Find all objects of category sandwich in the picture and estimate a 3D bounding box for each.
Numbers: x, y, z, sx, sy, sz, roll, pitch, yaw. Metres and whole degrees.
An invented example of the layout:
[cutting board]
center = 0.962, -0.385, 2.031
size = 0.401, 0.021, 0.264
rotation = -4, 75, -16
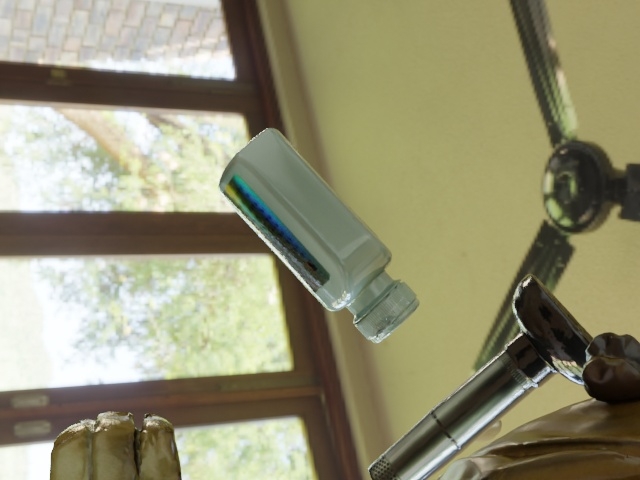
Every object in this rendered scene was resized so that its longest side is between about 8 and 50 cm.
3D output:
[sandwich]
center = -0.144, 0.253, 0.680
size = 0.273, 0.095, 0.248
rotation = 125, -36, -73

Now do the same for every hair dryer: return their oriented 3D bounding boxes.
[hair dryer]
center = 0.219, 0.184, 1.209
size = 0.320, 0.284, 0.155
rotation = -44, -96, 19

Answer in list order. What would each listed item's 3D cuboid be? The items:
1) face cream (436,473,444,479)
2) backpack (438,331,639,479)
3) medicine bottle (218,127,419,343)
[face cream]
center = 0.217, 0.382, 1.351
size = 0.130, 0.034, 0.034
rotation = 27, -66, 56
[backpack]
center = 0.262, 0.270, 0.808
size = 0.378, 0.353, 0.201
rotation = -14, -145, 40
[medicine bottle]
center = 0.000, 0.000, 0.933
size = 0.229, 0.083, 0.121
rotation = 48, -19, 3
